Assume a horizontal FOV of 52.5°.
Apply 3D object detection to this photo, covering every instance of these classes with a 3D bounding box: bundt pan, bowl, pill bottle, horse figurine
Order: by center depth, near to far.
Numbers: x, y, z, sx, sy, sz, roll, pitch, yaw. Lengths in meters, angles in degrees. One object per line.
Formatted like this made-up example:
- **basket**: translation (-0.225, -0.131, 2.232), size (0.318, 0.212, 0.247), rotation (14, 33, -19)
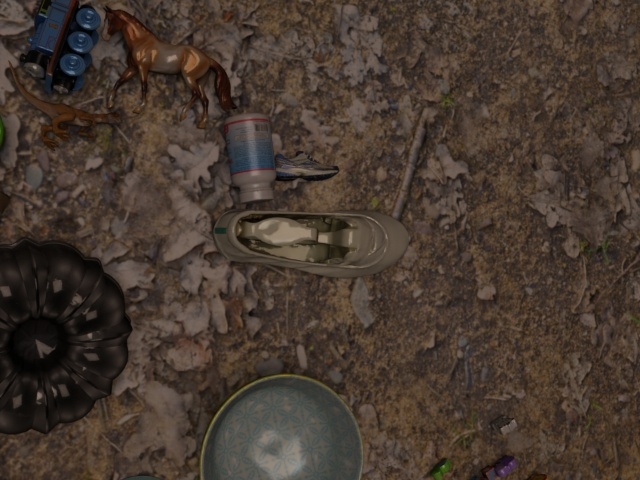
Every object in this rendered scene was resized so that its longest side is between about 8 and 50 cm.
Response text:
- **bundt pan**: translation (-0.457, 0.163, 1.045), size (0.330, 0.124, 0.331), rotation (-3, 96, -30)
- **bowl**: translation (-0.081, 0.376, 1.167), size (0.289, 0.156, 0.290), rotation (1, 87, -16)
- **horse figurine**: translation (-0.279, -0.309, 1.200), size (0.263, 0.066, 0.175), rotation (10, 89, -13)
- **pill bottle**: translation (-0.130, -0.152, 1.221), size (0.087, 0.087, 0.160), rotation (-7, 89, -16)

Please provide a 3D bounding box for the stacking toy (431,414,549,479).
- **stacking toy**: translation (0.351, 0.489, 1.340), size (0.221, 0.052, 0.167), rotation (-30, 95, -15)

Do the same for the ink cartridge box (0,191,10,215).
- **ink cartridge box**: translation (-0.658, -0.012, 1.059), size (0.193, 0.088, 0.235), rotation (24, 80, -13)

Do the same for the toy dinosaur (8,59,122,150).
- **toy dinosaur**: translation (-0.465, -0.224, 1.154), size (0.211, 0.064, 0.112), rotation (18, 55, -16)

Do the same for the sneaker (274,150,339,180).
- **sneaker**: translation (-0.028, -0.149, 1.271), size (0.135, 0.052, 0.058), rotation (-1, 83, -17)

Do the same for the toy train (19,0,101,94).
- **toy train**: translation (-0.451, -0.343, 1.132), size (0.105, 0.080, 0.184), rotation (16, 68, -18)

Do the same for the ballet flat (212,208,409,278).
- **ballet flat**: translation (0.000, 0.000, 1.228), size (0.399, 0.139, 0.139), rotation (4, 86, -16)

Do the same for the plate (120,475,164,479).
- **plate**: translation (-0.326, 0.517, 1.156), size (0.188, 0.024, 0.188), rotation (1, 85, -16)

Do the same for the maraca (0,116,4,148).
- **maraca**: translation (-0.612, -0.187, 1.082), size (0.185, 0.099, 0.127), rotation (15, 88, 8)
